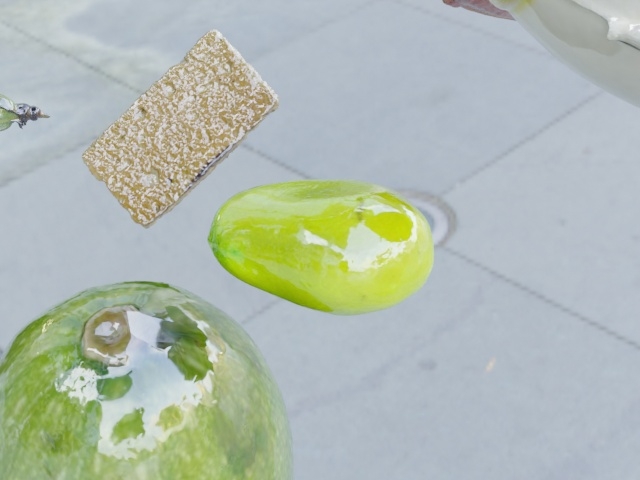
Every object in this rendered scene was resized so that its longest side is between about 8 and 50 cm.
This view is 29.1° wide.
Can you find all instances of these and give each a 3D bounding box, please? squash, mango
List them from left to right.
[{"bbox_3d":[-0.132,0.157,1.014,0.310,0.309,0.310,12,46,-12],"label":"squash"},{"bbox_3d":[0.004,-0.003,0.896,0.163,0.089,0.117,18,36,27],"label":"mango"}]

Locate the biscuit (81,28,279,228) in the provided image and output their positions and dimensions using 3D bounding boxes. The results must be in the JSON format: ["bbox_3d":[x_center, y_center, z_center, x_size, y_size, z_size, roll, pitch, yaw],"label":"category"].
[{"bbox_3d":[-0.168,-0.132,1.474,0.231,0.025,0.131,-42,81,6],"label":"biscuit"}]

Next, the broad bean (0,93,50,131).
[{"bbox_3d":[-0.536,-0.165,1.647,0.339,0.061,0.077,-9,49,-8],"label":"broad bean"}]

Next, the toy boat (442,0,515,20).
[{"bbox_3d":[0.226,-0.258,1.116,0.318,0.141,0.099,-9,52,-18],"label":"toy boat"}]

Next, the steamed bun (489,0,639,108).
[{"bbox_3d":[0.263,-0.223,0.749,0.374,0.334,0.334,25,44,23],"label":"steamed bun"}]
